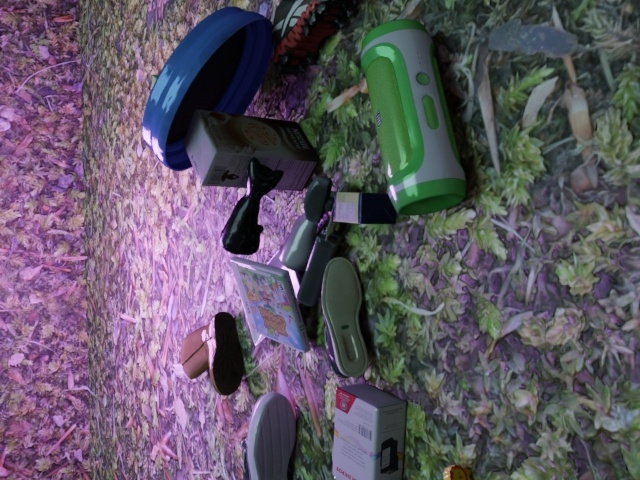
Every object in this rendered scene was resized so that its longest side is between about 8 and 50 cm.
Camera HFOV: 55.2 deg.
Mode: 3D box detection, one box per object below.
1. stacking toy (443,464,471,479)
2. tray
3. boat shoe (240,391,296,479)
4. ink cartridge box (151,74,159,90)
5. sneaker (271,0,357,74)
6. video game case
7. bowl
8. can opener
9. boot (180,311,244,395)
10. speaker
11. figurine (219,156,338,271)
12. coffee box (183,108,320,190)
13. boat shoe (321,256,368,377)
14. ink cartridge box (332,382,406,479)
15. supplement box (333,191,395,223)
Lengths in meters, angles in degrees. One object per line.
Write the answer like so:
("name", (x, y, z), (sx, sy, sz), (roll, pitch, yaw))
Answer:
("stacking toy", (0.202, 0.487, 0.990), (0.167, 0.052, 0.221), (-40, 59, 49))
("tray", (-0.109, 0.133, 1.452), (0.270, 0.030, 0.145), (-48, 53, 45))
("boat shoe", (-0.139, 0.502, 1.426), (0.119, 0.121, 0.335), (18, 108, 50))
("ink cartridge box", (-0.402, -0.350, 1.772), (0.273, 0.115, 0.198), (42, 128, 50))
("sneaker", (-0.024, -0.461, 1.248), (0.276, 0.098, 0.135), (-34, 66, 52))
("video game case", (-0.115, 0.140, 1.364), (0.212, 0.023, 0.193), (11, 121, 50))
("bowl", (-0.245, -0.333, 1.350), (0.077, 0.391, 0.391), (36, 129, 4))
("can opener", (0.000, 0.000, 1.238), (0.093, 0.074, 0.280), (20, 116, 12))
("boot", (-0.311, 0.342, 1.711), (0.269, 0.089, 0.236), (-39, 47, 48))
("speaker", (0.146, -0.196, 0.985), (0.131, 0.131, 0.296), (-28, 69, 53))
("figurine", (-0.078, -0.054, 1.270), (0.092, 0.215, 0.209), (-92, 23, -56))
("coffee box", (-0.146, -0.188, 1.302), (0.098, 0.247, 0.141), (-58, 47, 37))
("boat shoe", (0.037, 0.150, 1.195), (0.079, 0.084, 0.233), (138, 128, -69))
("ink cartridge box", (0.088, 0.369, 1.134), (0.127, 0.072, 0.175), (10, 99, 55))
("supplement box", (0.080, -0.060, 1.121), (0.083, 0.083, 0.056), (8, 98, 55))
